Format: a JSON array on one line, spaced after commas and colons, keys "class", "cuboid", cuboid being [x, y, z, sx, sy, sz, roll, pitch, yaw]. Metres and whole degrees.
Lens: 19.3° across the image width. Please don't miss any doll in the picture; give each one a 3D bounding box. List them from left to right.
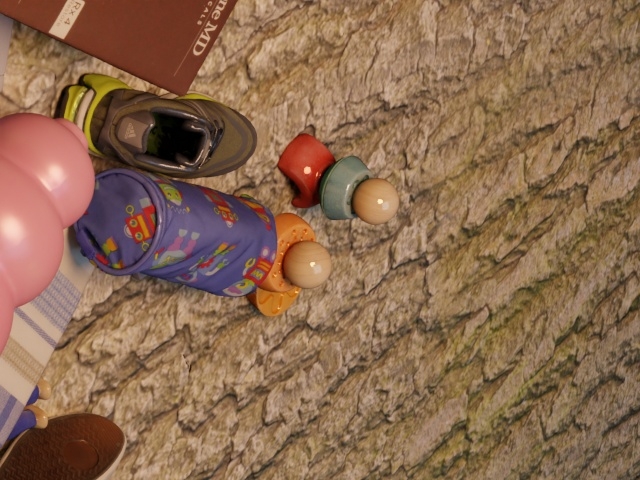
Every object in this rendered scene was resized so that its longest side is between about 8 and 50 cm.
[{"class": "doll", "cuboid": [-0.381, 0.206, 2.089, 0.189, 0.046, 0.129, -14, 119, -51]}]

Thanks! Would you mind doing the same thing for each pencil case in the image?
[{"class": "pencil case", "cuboid": [-0.164, -0.005, 2.167, 0.133, 0.119, 0.306, -40, 158, 16]}]

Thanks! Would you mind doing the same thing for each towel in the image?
[{"class": "towel", "cuboid": [-0.340, 0.064, 2.039, 0.285, 0.034, 0.209, -65, 148, -18]}]

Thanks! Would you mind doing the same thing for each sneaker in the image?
[{"class": "sneaker", "cuboid": [-0.345, 0.303, 2.177, 0.290, 0.106, 0.123, -35, 161, -42]}, {"class": "sneaker", "cuboid": [-0.161, -0.112, 2.140, 0.300, 0.121, 0.111, 2, 108, -55]}]

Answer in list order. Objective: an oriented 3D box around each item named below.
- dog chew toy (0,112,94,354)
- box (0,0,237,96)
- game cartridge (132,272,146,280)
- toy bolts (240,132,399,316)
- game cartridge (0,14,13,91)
[{"class": "dog chew toy", "cuboid": [-0.350, 0.003, 1.863, 0.332, 0.207, 0.206, -49, 143, -25]}, {"class": "box", "cuboid": [-0.235, -0.289, 1.805, 0.381, 0.143, 0.191, 19, 101, -58]}, {"class": "game cartridge", "cuboid": [-0.208, 0.004, 2.242, 0.056, 0.017, 0.083, -32, 133, -37]}, {"class": "toy bolts", "cuboid": [0.000, 0.000, 2.401, 0.228, 0.158, 0.218, -53, 144, -21]}, {"class": "game cartridge", "cuboid": [-0.376, -0.247, 1.820, 0.198, 0.062, 0.297, -6, 114, -49]}]
